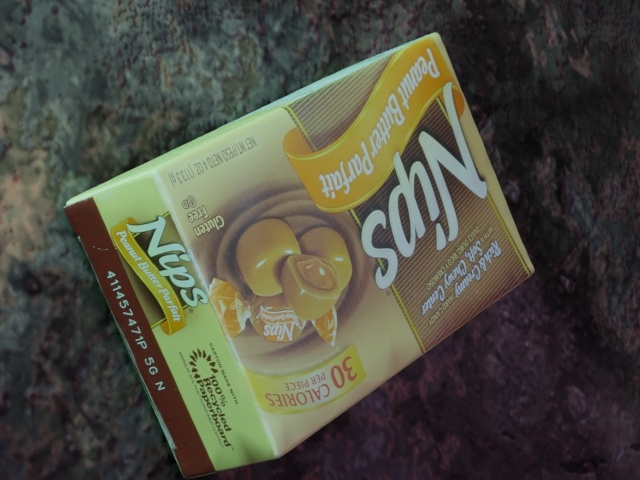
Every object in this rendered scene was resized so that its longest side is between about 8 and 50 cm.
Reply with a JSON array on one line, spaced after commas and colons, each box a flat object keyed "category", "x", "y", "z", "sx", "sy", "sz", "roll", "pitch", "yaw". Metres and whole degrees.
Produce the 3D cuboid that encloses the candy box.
[{"category": "candy box", "x": 0.000, "y": 0.000, "z": 1.180, "sx": 0.316, "sy": 0.087, "sz": 0.183, "roll": -31, "pitch": 101, "yaw": -50}]
